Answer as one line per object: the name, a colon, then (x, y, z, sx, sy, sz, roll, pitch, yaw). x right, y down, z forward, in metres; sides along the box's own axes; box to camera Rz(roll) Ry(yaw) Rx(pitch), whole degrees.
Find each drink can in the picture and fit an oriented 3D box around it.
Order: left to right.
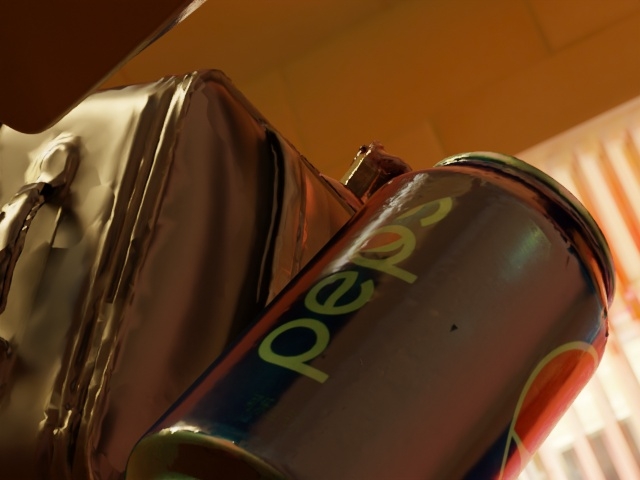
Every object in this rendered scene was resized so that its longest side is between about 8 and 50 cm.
drink can: (0.025, 0.059, 0.696, 0.205, 0.118, 0.118, -48, 120, -36)

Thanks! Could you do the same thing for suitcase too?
suitcase: (-0.046, 0.114, 1.041, 0.434, 0.194, 0.283, 45, 48, -44)

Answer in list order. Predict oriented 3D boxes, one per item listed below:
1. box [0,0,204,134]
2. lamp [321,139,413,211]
box: (-0.093, -0.145, 0.720, 0.090, 0.201, 0.144, -40, 94, -37)
lamp: (-0.009, -0.007, 1.770, 0.151, 0.215, 0.223, 40, 8, -11)
